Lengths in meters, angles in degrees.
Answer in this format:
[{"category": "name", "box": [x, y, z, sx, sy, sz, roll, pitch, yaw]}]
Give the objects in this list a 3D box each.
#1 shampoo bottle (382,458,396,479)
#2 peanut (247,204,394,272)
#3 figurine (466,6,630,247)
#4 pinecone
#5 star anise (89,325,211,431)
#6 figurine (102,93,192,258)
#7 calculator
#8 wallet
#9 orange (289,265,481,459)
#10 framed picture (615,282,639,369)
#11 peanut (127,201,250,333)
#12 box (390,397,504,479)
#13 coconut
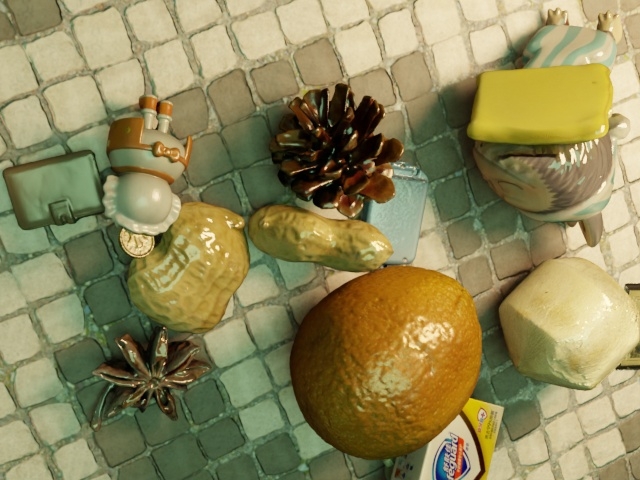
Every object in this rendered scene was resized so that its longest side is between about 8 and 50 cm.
[{"category": "shampoo bottle", "box": [0.165, 0.477, 1.683, 0.056, 0.056, 0.195, -38, 108, -7]}, {"category": "peanut", "box": [0.000, 0.000, 1.490, 0.263, 0.117, 0.101, 13, 105, -5]}, {"category": "figurine", "box": [0.446, -0.179, 1.605, 0.361, 0.266, 0.377, -56, 146, -27]}, {"category": "pinecone", "box": [0.027, -0.157, 1.447, 0.229, 0.202, 0.201, -8, 139, -6]}, {"category": "star anise", "box": [-0.310, 0.239, 1.475, 0.231, 0.089, 0.209, -18, 120, -8]}, {"category": "figurine", "box": [-0.281, -0.107, 1.369, 0.143, 0.143, 0.271, 4, 61, -18]}, {"category": "calculator", "box": [0.135, -0.045, 1.583, 0.121, 0.039, 0.210, 6, 99, -16]}, {"category": "wallet", "box": [-0.438, -0.082, 1.403, 0.153, 0.039, 0.118, -13, 102, -11]}, {"category": "orange", "box": [0.121, 0.204, 1.478, 0.357, 0.322, 0.322, -38, 109, -21]}, {"category": "framed picture", "box": [0.733, 0.186, 1.824, 0.195, 0.010, 0.199, 0, 100, -17]}, {"category": "peanut", "box": [-0.218, 0.044, 1.456, 0.197, 0.110, 0.233, 36, 89, -28]}, {"category": "box", "box": [0.239, 0.426, 1.635, 0.168, 0.097, 0.265, 22, 80, -28]}, {"category": "coconut", "box": [0.474, 0.173, 1.629, 0.247, 0.245, 0.245, -46, 109, -3]}]
